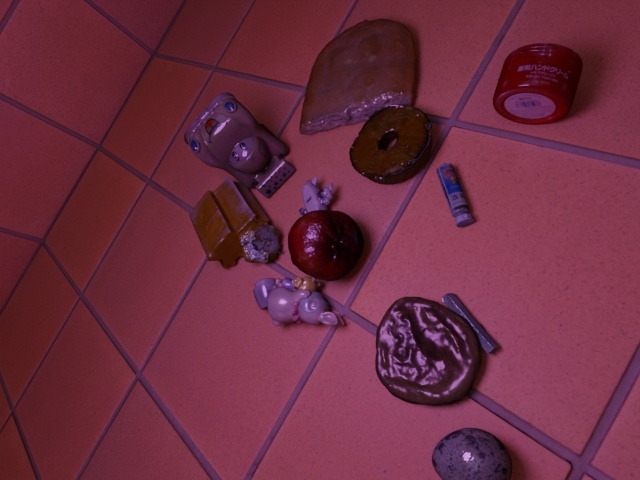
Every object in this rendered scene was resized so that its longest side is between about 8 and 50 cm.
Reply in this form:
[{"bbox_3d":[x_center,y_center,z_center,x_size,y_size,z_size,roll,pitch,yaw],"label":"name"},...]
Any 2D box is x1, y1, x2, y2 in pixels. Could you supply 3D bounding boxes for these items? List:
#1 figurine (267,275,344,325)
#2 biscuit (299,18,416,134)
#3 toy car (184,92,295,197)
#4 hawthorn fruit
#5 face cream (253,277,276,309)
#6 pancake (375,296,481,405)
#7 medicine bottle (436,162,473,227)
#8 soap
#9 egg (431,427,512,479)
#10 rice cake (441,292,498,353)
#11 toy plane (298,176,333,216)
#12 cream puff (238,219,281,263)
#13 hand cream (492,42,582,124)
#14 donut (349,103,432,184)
[{"bbox_3d":[-0.038,0.191,1.232,0.236,0.127,0.155,-1,61,27],"label":"figurine"},{"bbox_3d":[0.139,-0.607,1.438,0.430,0.104,0.445,2,74,34],"label":"biscuit"},{"bbox_3d":[-0.281,-0.327,1.452,0.242,0.336,0.226,-44,56,11],"label":"toy car"},{"bbox_3d":[0.000,0.000,1.230,0.266,0.231,0.210,27,124,58],"label":"hawthorn fruit"},{"bbox_3d":[-0.176,0.179,1.339,0.091,0.091,0.094,-24,68,23],"label":"face cream"},{"bbox_3d":[0.261,0.288,1.034,0.295,0.050,0.293,-12,69,34],"label":"pancake"},{"bbox_3d":[0.377,-0.129,1.130,0.051,0.051,0.190,-23,62,24],"label":"medicine bottle"},{"bbox_3d":[-0.351,-0.076,1.529,0.259,0.143,0.281,-45,49,7],"label":"soap"},{"bbox_3d":[0.325,0.481,0.873,0.172,0.132,0.132,-22,60,37],"label":"egg"},{"bbox_3d":[0.376,0.205,1.010,0.180,0.042,0.030,56,131,35],"label":"rice cake"},{"bbox_3d":[-0.016,-0.137,1.368,0.174,0.080,0.173,-15,69,46],"label":"toy plane"},{"bbox_3d":[-0.219,0.006,1.408,0.156,0.156,0.121,-14,29,28],"label":"cream puff"},{"bbox_3d":[0.556,-0.397,1.035,0.193,0.193,0.125,13,81,36],"label":"hand cream"},{"bbox_3d":[0.229,-0.293,1.264,0.272,0.107,0.271,-11,64,24],"label":"donut"}]
